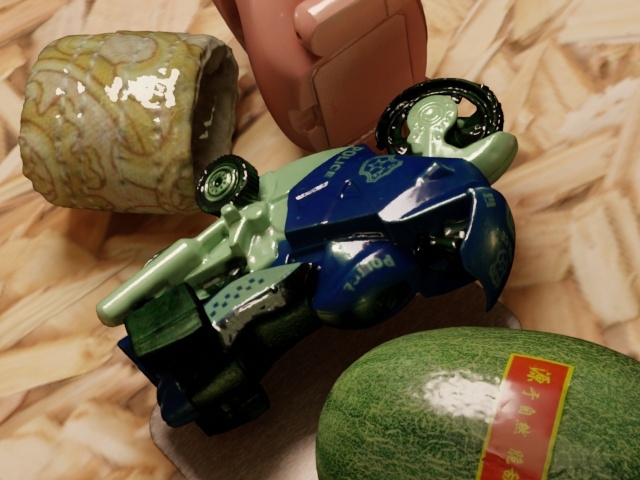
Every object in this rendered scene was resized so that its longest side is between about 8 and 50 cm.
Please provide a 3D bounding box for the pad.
[{"bbox_3d":[0.010,0.105,0.928,0.266,0.002,0.176,-41,59,-15],"label":"pad"}]

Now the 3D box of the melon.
[{"bbox_3d":[0.137,0.148,0.769,0.287,0.182,0.182,7,59,17],"label":"melon"}]

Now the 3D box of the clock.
[{"bbox_3d":[-0.023,-0.198,0.994,0.142,0.227,0.241,-33,62,-9],"label":"clock"}]

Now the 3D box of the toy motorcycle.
[{"bbox_3d":[0.008,0.012,0.868,0.331,0.125,0.196,-33,47,-1],"label":"toy motorcycle"}]

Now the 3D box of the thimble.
[{"bbox_3d":[-0.154,-0.108,1.018,0.143,0.137,0.190,2,47,12],"label":"thimble"}]
